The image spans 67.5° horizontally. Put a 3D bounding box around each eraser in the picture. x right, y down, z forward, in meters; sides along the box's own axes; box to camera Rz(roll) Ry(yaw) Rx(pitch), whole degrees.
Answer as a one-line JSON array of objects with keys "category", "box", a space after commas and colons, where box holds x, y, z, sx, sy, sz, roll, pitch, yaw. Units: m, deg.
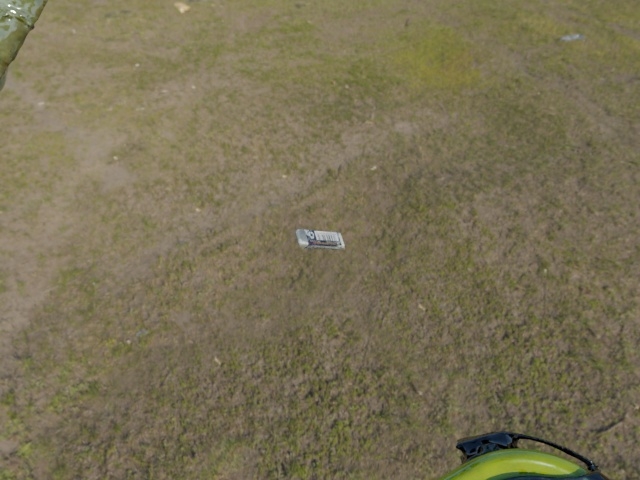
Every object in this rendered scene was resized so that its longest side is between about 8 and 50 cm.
[{"category": "eraser", "box": [0.000, 0.000, 0.691, 0.099, 0.019, 0.027, 2, 62, -43]}]

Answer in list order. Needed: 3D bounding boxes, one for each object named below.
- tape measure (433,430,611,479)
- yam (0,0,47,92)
[{"category": "tape measure", "box": [0.158, 0.244, 0.358, 0.186, 0.112, 0.199, -32, 60, 3]}, {"category": "yam", "box": [-0.357, -0.252, 0.350, 0.195, 0.300, 0.195, -32, 40, 32]}]
